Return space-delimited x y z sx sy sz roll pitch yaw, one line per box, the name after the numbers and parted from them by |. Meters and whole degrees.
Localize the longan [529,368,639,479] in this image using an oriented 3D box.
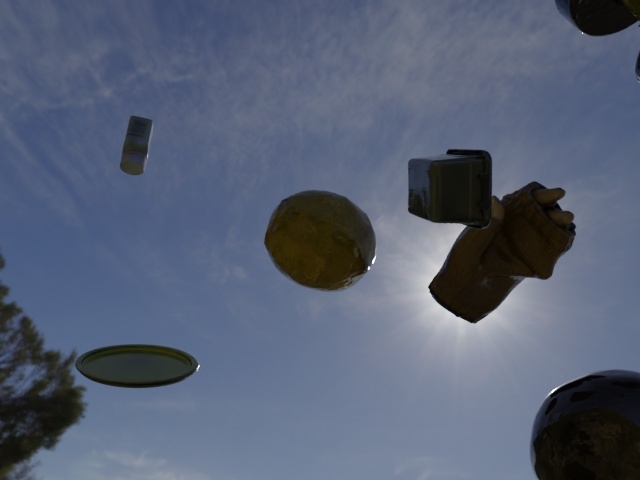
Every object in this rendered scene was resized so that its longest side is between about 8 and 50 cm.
0.376 0.257 0.720 0.220 0.196 0.196 -17 -43 6 | longan

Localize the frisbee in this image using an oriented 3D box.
-0.364 0.249 1.147 0.236 0.017 0.236 6 6 -1 | frisbee

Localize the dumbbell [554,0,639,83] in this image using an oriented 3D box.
0.553 -0.378 0.935 0.204 0.322 0.203 -12 -39 -10 | dumbbell

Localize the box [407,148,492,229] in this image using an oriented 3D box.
0.200 -0.084 0.921 0.093 0.124 0.172 -3 9 -8 | box

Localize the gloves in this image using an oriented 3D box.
0.365 0.020 1.173 0.203 0.155 0.356 29 -52 -12 | gloves

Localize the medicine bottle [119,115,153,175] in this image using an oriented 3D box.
-0.404 -0.205 1.257 0.055 0.118 0.074 11 -30 -18 | medicine bottle

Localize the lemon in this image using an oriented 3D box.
0.002 0.001 1.414 0.260 0.260 0.284 44 -13 -33 | lemon
